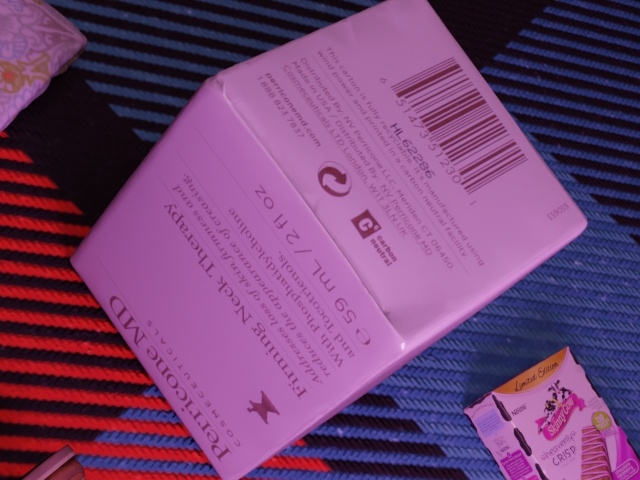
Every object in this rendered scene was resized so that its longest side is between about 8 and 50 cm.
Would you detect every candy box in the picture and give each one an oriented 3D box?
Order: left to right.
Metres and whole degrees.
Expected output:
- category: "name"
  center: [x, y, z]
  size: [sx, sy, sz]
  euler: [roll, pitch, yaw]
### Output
- category: "candy box"
  center: [0.309, 0.270, 1.833]
  size: [0.159, 0.071, 0.233]
  euler: [-25, 77, -38]

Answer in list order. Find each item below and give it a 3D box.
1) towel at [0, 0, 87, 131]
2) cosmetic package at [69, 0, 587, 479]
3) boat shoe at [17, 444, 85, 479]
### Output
- category: "towel"
  center: [-0.486, -0.220, 1.630]
  size: [0.320, 0.090, 0.374]
  euler: [42, 50, -8]
- category: "cosmetic package"
  center: [0.000, 0.000, 1.592]
  size: [0.327, 0.393, 0.329]
  euler: [-31, 81, -40]
- category: "boat shoe"
  center: [-0.323, 0.331, 1.394]
  size: [0.104, 0.111, 0.307]
  euler: [45, 61, -1]
